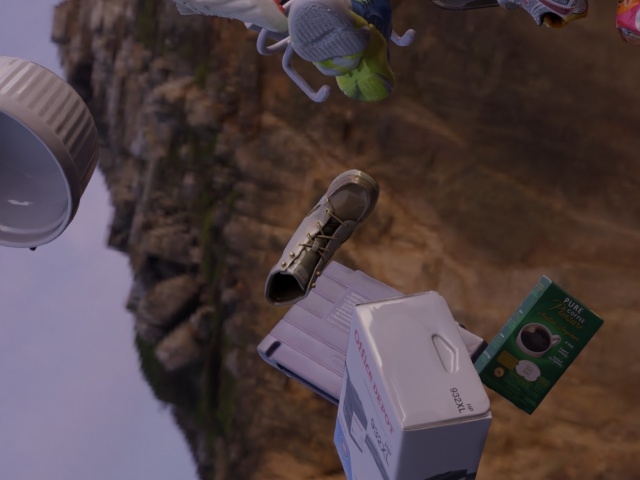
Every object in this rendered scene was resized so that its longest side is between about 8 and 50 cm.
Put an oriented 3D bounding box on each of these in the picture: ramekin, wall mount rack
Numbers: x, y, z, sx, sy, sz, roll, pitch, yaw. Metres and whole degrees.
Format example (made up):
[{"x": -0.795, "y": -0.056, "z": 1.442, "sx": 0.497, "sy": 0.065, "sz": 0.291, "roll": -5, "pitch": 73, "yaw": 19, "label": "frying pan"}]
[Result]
[{"x": -0.342, "y": -0.103, "z": 1.458, "sx": 0.109, "sy": 0.207, "sz": 0.207, "roll": -64, "pitch": -26, "yaw": -45, "label": "ramekin"}, {"x": 0.081, "y": -0.356, "z": 1.930, "sx": 0.350, "sy": 0.130, "sz": 0.304, "roll": -37, "pitch": -13, "yaw": -32, "label": "wall mount rack"}]

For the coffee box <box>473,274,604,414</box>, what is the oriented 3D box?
[{"x": 0.321, "y": 0.156, "z": 1.976, "sx": 0.184, "sy": 0.113, "sz": 0.040, "roll": -54, "pitch": 16, "yaw": 7, "label": "coffee box"}]

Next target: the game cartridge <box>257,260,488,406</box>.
[{"x": 0.089, "y": 0.187, "z": 2.273, "sx": 0.230, "sy": 0.355, "sz": 0.068, "roll": -46, "pitch": -40, "yaw": -21, "label": "game cartridge"}]

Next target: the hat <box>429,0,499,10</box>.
[{"x": 0.315, "y": -0.548, "z": 2.369, "sx": 0.331, "sy": 0.331, "sz": 0.134, "roll": -62, "pitch": -31, "yaw": -33, "label": "hat"}]

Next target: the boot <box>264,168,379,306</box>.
[{"x": 0.000, "y": 0.000, "z": 1.985, "sx": 0.213, "sy": 0.077, "sz": 0.165, "roll": -47, "pitch": 7, "yaw": 46, "label": "boot"}]

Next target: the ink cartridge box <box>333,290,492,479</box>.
[{"x": 0.118, "y": 0.256, "z": 1.823, "sx": 0.307, "sy": 0.129, "sz": 0.223, "roll": 96, "pitch": 160, "yaw": -45, "label": "ink cartridge box"}]

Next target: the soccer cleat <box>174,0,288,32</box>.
[{"x": -0.125, "y": -0.286, "z": 1.560, "sx": 0.076, "sy": 0.196, "sz": 0.068, "roll": -58, "pitch": -9, "yaw": 0, "label": "soccer cleat"}]

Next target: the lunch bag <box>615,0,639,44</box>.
[{"x": 0.582, "y": -0.319, "z": 1.927, "sx": 0.258, "sy": 0.293, "sz": 0.120, "roll": -5, "pitch": -77, "yaw": -72, "label": "lunch bag"}]

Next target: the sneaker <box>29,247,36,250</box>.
[{"x": -0.442, "y": -0.026, "z": 1.690, "sx": 0.064, "sy": 0.192, "sz": 0.086, "roll": -89, "pitch": 2, "yaw": -81, "label": "sneaker"}]

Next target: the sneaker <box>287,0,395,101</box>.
[{"x": 0.026, "y": -0.258, "z": 1.534, "sx": 0.240, "sy": 0.091, "sz": 0.126, "roll": 49, "pitch": -139, "yaw": -64, "label": "sneaker"}]

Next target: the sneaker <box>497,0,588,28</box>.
[{"x": 0.327, "y": -0.360, "z": 1.994, "sx": 0.225, "sy": 0.088, "sz": 0.093, "roll": -157, "pitch": 53, "yaw": -73, "label": "sneaker"}]

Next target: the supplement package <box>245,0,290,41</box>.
[{"x": -0.026, "y": -0.476, "z": 2.329, "sx": 0.139, "sy": 0.244, "sz": 0.134, "roll": 13, "pitch": -135, "yaw": -47, "label": "supplement package"}]
